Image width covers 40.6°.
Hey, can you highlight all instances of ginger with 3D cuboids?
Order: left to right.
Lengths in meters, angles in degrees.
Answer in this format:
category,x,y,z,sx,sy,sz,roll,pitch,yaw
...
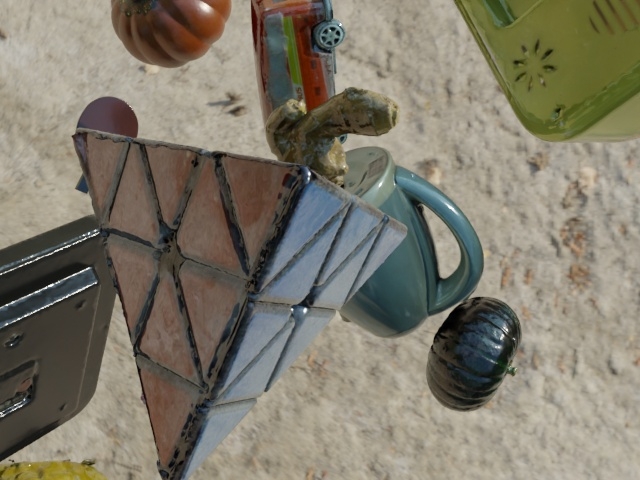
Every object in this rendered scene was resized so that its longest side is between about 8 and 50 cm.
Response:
category,x,y,z,sx,sy,sz,roll,pitch,yaw
ginger,0.014,-0.124,1.108,0.059,0.214,0.133,-43,120,-56

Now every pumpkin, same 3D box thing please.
category,x,y,z,sx,sy,sz,roll,pitch,yaw
pumpkin,0.253,0.187,1.413,0.140,0.202,0.202,27,78,14

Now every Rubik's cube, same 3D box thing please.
category,x,y,z,sx,sy,sz,roll,pitch,yaw
Rubik's cube,0.000,0.000,0.470,0.178,0.190,0.211,-11,81,-37

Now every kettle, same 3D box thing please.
category,x,y,z,sx,sy,sz,roll,pitch,yaw
kettle,0.125,0.023,1.578,0.342,0.319,0.247,58,29,-24

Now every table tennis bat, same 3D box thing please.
category,x,y,z,sx,sy,sz,roll,pitch,yaw
table tennis bat,-0.341,-0.148,1.346,0.095,0.014,0.158,25,84,-32

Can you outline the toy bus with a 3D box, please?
category,x,y,z,sx,sy,sz,roll,pitch,yaw
toy bus,-0.031,-0.232,1.225,0.119,0.121,0.265,-11,129,-8

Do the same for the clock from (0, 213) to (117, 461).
category,x,y,z,sx,sy,sz,roll,pitch,yaw
clock,-0.298,0.125,0.778,0.049,0.273,0.279,37,40,21

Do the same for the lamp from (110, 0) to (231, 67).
category,x,y,z,sx,sy,sz,roll,pitch,yaw
lamp,-0.257,-0.405,1.480,0.196,0.223,0.223,27,79,-55

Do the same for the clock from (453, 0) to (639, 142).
category,x,y,z,sx,sy,sz,roll,pitch,yaw
clock,0.139,-0.163,0.451,0.096,0.143,0.202,-5,66,-45

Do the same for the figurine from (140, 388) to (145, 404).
category,x,y,z,sx,sy,sz,roll,pitch,yaw
figurine,-0.270,0.220,1.465,0.054,0.072,0.129,5,70,6

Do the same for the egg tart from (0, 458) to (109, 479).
category,x,y,z,sx,sy,sz,roll,pitch,yaw
egg tart,-0.337,0.326,1.024,0.290,0.290,0.115,1,69,-23
